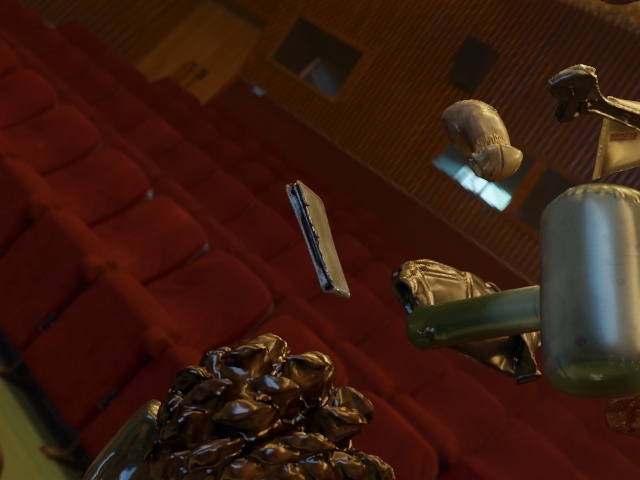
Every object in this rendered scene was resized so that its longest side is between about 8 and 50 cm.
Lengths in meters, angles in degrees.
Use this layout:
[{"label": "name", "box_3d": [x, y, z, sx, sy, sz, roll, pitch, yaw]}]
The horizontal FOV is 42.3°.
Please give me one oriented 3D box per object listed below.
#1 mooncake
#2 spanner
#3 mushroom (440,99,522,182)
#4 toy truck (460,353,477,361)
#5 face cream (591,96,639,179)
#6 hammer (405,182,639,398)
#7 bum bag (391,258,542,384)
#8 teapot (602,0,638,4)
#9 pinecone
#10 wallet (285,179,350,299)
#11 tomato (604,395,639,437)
[{"label": "mooncake", "box_3d": [-0.243, 0.298, 1.102, 0.104, 0.175, 0.168, 39, 22, 2]}, {"label": "spanner", "box_3d": [0.445, -0.187, 1.215, 0.325, 0.093, 0.026, 11, 45, -31]}, {"label": "mushroom", "box_3d": [0.242, -0.153, 1.241, 0.081, 0.092, 0.223, 19, 18, -15]}, {"label": "toy truck", "box_3d": [0.372, 0.198, 1.802, 0.100, 0.169, 0.077, 50, 29, -41]}, {"label": "face cream", "box_3d": [0.580, -0.188, 1.450, 0.084, 0.341, 0.137, 24, -64, 44]}, {"label": "hammer", "box_3d": [0.204, 0.070, 0.877, 0.119, 0.206, 0.335, 17, -23, -35]}, {"label": "bum bag", "box_3d": [0.229, 0.116, 1.200, 0.326, 0.080, 0.142, 23, 47, -31]}, {"label": "teapot", "box_3d": [0.405, -0.416, 1.138, 0.146, 0.116, 0.148, 32, 33, -55]}, {"label": "pinecone", "box_3d": [-0.059, 0.205, 0.808, 0.257, 0.243, 0.243, 48, -3, 44]}, {"label": "wallet", "box_3d": [-0.002, 0.001, 1.545, 0.167, 0.036, 0.222, 33, 38, -75]}, {"label": "tomato", "box_3d": [0.713, 0.285, 1.625, 0.338, 0.143, 0.338, 3, -27, 1]}]
